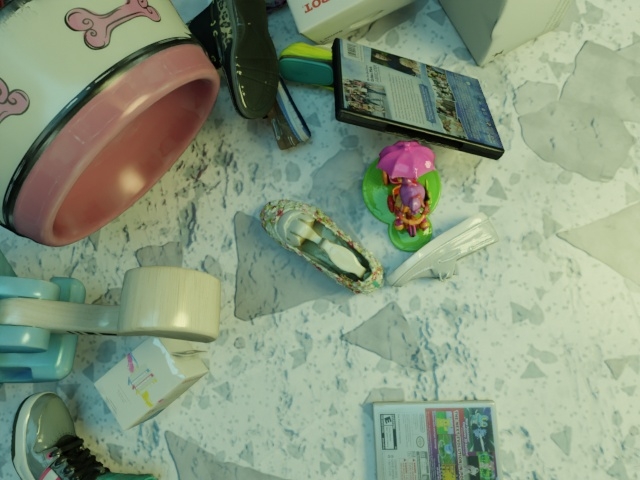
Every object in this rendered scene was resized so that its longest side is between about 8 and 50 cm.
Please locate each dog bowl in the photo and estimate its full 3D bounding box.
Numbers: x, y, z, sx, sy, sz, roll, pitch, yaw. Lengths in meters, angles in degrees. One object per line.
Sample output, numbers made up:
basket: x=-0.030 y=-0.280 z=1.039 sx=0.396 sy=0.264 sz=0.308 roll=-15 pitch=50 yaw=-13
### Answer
dog bowl: x=-0.310 y=-0.160 z=0.639 sx=0.150 sy=0.408 sz=0.408 roll=43 pitch=90 yaw=-9

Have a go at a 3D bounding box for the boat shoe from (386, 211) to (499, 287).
boat shoe: x=0.191 y=0.028 z=0.697 sx=0.184 sy=0.066 sz=0.063 roll=-32 pitch=78 yaw=-7

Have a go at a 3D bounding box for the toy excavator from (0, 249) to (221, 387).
toy excavator: x=-0.402 y=0.114 z=0.656 sx=0.444 sy=0.433 sz=0.223 roll=7 pitch=67 yaw=-23

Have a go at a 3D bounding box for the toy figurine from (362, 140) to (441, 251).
toy figurine: x=0.126 y=-0.076 z=0.668 sx=0.130 sy=0.159 sz=0.173 roll=-10 pitch=81 yaw=7

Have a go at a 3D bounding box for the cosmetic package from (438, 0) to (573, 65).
cosmetic package: x=0.235 y=-0.501 z=0.687 sx=0.156 sy=0.217 sz=0.385 roll=-28 pitch=80 yaw=4

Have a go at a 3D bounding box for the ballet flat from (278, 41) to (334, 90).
ballet flat: x=0.040 y=-0.287 z=0.760 sx=0.230 sy=0.077 sz=0.077 roll=21 pitch=56 yaw=12

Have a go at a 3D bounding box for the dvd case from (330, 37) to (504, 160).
dvd case: x=0.139 y=-0.211 z=0.666 sx=0.252 sy=0.022 sz=0.180 roll=10 pitch=52 yaw=-14

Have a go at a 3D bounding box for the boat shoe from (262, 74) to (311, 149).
boat shoe: x=-0.085 y=-0.240 z=0.771 sx=0.066 sy=0.066 sz=0.183 roll=-29 pitch=75 yaw=11

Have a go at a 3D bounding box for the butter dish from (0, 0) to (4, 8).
butter dish: x=-0.706 y=-0.436 z=0.861 sx=0.159 sy=0.118 sz=0.160 roll=-22 pitch=76 yaw=6

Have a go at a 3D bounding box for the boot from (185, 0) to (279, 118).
boot: x=-0.159 y=-0.298 z=0.753 sx=0.178 sy=0.085 sz=0.237 roll=-10 pitch=86 yaw=46

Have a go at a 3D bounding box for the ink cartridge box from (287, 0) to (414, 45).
ink cartridge box: x=0.021 y=-0.488 z=0.704 sx=0.201 sy=0.117 sz=0.278 roll=-18 pitch=98 yaw=21

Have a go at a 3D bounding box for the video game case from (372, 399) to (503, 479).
video game case: x=0.174 y=0.344 z=0.670 sx=0.183 sy=0.023 sz=0.202 roll=-4 pitch=80 yaw=8

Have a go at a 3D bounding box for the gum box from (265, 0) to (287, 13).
gum box: x=-0.142 y=-0.491 z=0.816 sx=0.107 sy=0.062 sz=0.189 roll=-27 pitch=79 yaw=4

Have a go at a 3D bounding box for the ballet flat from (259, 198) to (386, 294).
ballet flat: x=0.000 y=0.000 z=0.718 sx=0.241 sy=0.077 sz=0.091 roll=31 pitch=88 yaw=12

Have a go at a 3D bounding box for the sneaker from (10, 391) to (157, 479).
sneaker: x=-0.350 y=0.366 z=0.690 sx=0.178 sy=0.124 sz=0.296 roll=-17 pitch=88 yaw=11

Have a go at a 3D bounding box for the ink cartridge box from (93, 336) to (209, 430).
ink cartridge box: x=-0.258 y=0.211 z=0.718 sx=0.143 sy=0.092 sz=0.090 roll=-40 pitch=78 yaw=0
